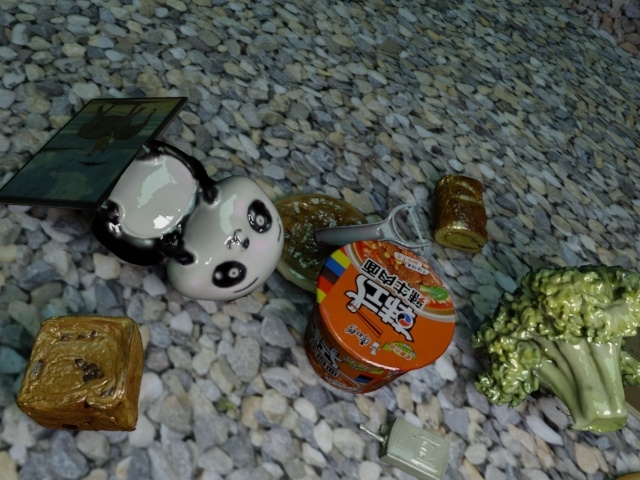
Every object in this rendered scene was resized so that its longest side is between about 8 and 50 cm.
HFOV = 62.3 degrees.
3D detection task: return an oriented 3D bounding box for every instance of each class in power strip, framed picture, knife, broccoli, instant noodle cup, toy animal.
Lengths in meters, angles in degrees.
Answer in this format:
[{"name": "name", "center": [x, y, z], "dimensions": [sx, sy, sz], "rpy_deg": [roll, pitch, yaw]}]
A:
[{"name": "power strip", "center": [0.145, 0.359, 0.928], "dimensions": [0.175, 0.042, 0.075], "rpy_deg": [25, 53, -1]}, {"name": "framed picture", "center": [-0.446, -0.185, 1.052], "dimensions": [0.265, 0.016, 0.347], "rpy_deg": [6, 49, 21]}, {"name": "knife", "center": [0.103, -0.008, 1.119], "dimensions": [0.278, 0.053, 0.123], "rpy_deg": [-8, 65, -29]}, {"name": "broccoli", "center": [0.472, 0.204, 0.959], "dimensions": [0.294, 0.347, 0.280], "rpy_deg": [18, 46, -15]}, {"name": "instant noodle cup", "center": [0.087, 0.151, 0.962], "dimensions": [0.251, 0.192, 0.250], "rpy_deg": [9, 54, -13]}, {"name": "toy animal", "center": [-0.219, -0.024, 0.967], "dimensions": [0.310, 0.251, 0.250], "rpy_deg": [33, 51, -11]}]

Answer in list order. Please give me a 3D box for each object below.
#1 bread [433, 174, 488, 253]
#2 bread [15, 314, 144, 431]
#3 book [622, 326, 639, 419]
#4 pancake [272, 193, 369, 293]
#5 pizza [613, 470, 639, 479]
[{"name": "bread", "center": [0.334, -0.067, 1.260], "dimensions": [0.132, 0.103, 0.172], "rpy_deg": [14, 55, -5]}, {"name": "bread", "center": [-0.349, 0.202, 0.807], "dimensions": [0.149, 0.143, 0.158], "rpy_deg": [8, 54, -6]}, {"name": "book", "center": [0.736, 0.262, 1.217], "dimensions": [0.217, 0.021, 0.310], "rpy_deg": [42, 53, 12]}, {"name": "pancake", "center": [0.000, 0.001, 1.133], "dimensions": [0.283, 0.049, 0.282], "rpy_deg": [11, 52, -15]}, {"name": "pizza", "center": [0.623, 0.500, 0.986], "dimensions": [0.271, 0.056, 0.134], "rpy_deg": [11, 45, -11]}]
